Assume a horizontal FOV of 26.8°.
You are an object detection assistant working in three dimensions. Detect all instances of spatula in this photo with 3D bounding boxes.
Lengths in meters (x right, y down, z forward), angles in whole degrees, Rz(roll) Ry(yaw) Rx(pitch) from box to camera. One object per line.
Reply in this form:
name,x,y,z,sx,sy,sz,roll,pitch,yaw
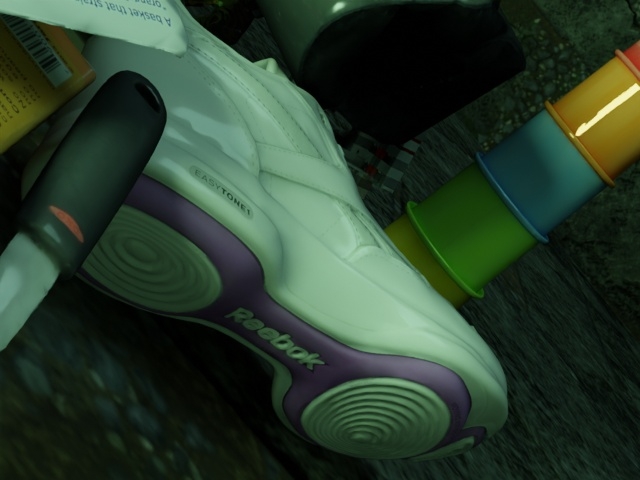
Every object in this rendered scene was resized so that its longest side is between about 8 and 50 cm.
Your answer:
spatula,-0.098,0.020,0.400,0.084,0.030,0.296,49,33,-17

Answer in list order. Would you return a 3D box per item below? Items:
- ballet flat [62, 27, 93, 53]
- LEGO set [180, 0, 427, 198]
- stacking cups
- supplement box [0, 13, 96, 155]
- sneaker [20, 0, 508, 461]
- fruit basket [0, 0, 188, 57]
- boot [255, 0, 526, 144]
ballet flat,-0.106,-0.071,0.676,0.203,0.074,0.074,55,11,-14
LEGO set,-0.048,-0.165,0.975,0.331,0.192,0.255,22,10,-40
stacking cups,0.166,-0.044,0.972,0.096,0.316,0.096,51,12,-15
supplement box,-0.142,-0.040,0.416,0.080,0.078,0.233,53,13,-10
sneaker,0.000,0.000,0.637,0.305,0.114,0.152,43,40,-38
fruit basket,-0.210,-0.221,0.401,0.327,0.165,0.353,5,61,-56
boot,-0.070,-0.279,0.691,0.367,0.146,0.445,2,67,-56
